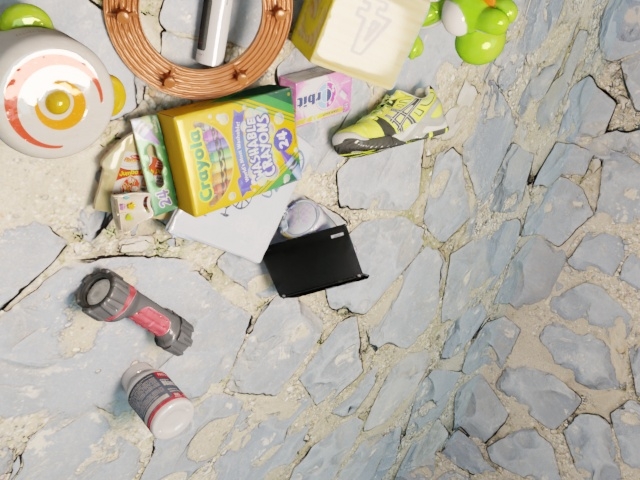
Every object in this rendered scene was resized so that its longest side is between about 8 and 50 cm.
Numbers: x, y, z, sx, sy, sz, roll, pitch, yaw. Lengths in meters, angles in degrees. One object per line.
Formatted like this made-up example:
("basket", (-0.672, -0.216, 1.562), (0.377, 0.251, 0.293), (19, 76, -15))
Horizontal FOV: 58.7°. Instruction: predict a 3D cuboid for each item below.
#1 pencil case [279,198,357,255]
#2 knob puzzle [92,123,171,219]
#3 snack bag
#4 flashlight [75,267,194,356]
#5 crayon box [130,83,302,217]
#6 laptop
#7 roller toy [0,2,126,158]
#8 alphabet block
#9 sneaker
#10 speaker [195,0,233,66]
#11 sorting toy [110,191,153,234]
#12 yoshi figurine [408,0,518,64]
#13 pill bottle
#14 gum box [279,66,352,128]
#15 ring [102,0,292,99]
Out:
("pencil case", (0.000, 0.000, 1.552), (0.124, 0.113, 0.273), (-39, 142, 6))
("knob puzzle", (-0.349, -0.143, 1.128), (0.213, 0.030, 0.213), (-27, 134, -33))
("snack bag", (-0.172, -0.127, 1.308), (0.323, 0.037, 0.343), (25, 89, -54))
("flashlight", (-0.391, 0.171, 1.246), (0.103, 0.103, 0.304), (-50, 142, -11))
("crayon box", (-0.195, -0.180, 1.151), (0.323, 0.083, 0.203), (-24, 121, -32))
("laptop", (-0.007, 0.064, 1.534), (0.234, 0.137, 0.264), (-15, 172, 9))
("roller toy", (-0.429, -0.229, 0.882), (0.191, 0.146, 0.209), (-51, 143, -7))
("alphabet block", (0.075, -0.453, 1.183), (0.197, 0.192, 0.193), (12, 115, -23))
("sneaker", (0.178, -0.320, 1.536), (0.384, 0.145, 0.147), (-21, 99, -35))
("speaker", (-0.202, -0.404, 1.086), (0.055, 0.055, 0.136), (-10, 123, -44))
("sorting toy", (-0.361, -0.063, 1.096), (0.075, 0.045, 0.083), (-13, 126, -27))
("yoshi figurine", (0.277, -0.497, 1.299), (0.203, 0.362, 0.204), (1, 114, -49))
("pill bottle", (-0.386, 0.366, 1.325), (0.108, 0.180, 0.108), (-28, 134, -33))
("gum box", (-0.005, -0.346, 1.339), (0.188, 0.062, 0.107), (-26, 133, -34))
("ring", (-0.206, -0.400, 1.004), (0.336, 0.032, 0.337), (-15, 135, -15))
